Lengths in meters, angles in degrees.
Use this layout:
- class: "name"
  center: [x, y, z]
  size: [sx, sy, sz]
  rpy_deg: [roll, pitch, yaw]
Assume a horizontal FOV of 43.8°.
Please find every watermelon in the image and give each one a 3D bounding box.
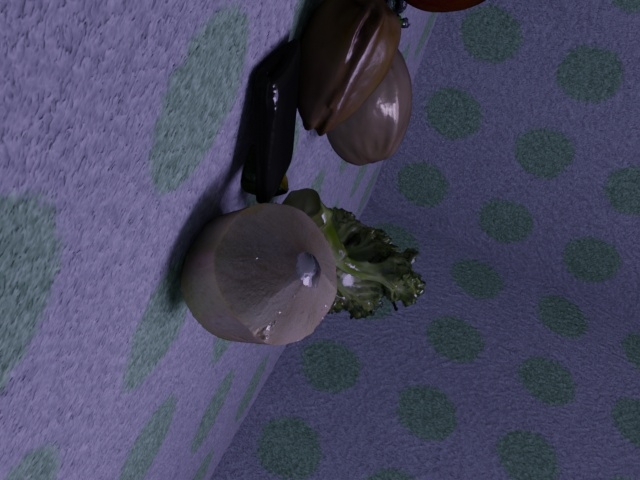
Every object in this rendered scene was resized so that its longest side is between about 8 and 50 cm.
- class: "watermelon"
  center: [-0.089, -0.120, 1.469]
  size: [0.181, 0.075, 0.091]
  rpy_deg: [2, 109, -81]

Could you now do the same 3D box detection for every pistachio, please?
- class: "pistachio"
  center: [0.109, -0.324, 1.813]
  size: [0.226, 0.208, 0.331]
  rpy_deg: [-124, -154, -45]
- class: "pistachio"
  center: [0.035, -0.315, 1.399]
  size: [0.260, 0.163, 0.212]
  rpy_deg: [-58, -169, 21]

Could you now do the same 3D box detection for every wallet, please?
- class: "wallet"
  center: [-0.072, -0.194, 1.319]
  size: [0.168, 0.052, 0.245]
  rpy_deg: [-65, 165, -50]

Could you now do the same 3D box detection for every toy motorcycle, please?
- class: "toy motorcycle"
  center: [0.139, -0.494, 1.814]
  size: [0.074, 0.106, 0.190]
  rpy_deg: [-29, 147, -38]

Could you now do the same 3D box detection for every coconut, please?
- class: "coconut"
  center: [-0.093, 0.055, 1.302]
  size: [0.244, 0.239, 0.239]
  rpy_deg: [-11, -134, 55]

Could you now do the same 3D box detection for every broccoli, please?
- class: "broccoli"
  center: [-0.026, 0.013, 1.632]
  size: [0.353, 0.397, 0.274]
  rpy_deg: [-25, -118, 35]

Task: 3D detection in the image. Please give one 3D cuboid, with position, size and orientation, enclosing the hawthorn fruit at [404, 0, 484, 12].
- class: "hawthorn fruit"
  center: [0.245, -0.588, 1.526]
  size: [0.325, 0.308, 0.308]
  rpy_deg: [-34, 148, -63]
